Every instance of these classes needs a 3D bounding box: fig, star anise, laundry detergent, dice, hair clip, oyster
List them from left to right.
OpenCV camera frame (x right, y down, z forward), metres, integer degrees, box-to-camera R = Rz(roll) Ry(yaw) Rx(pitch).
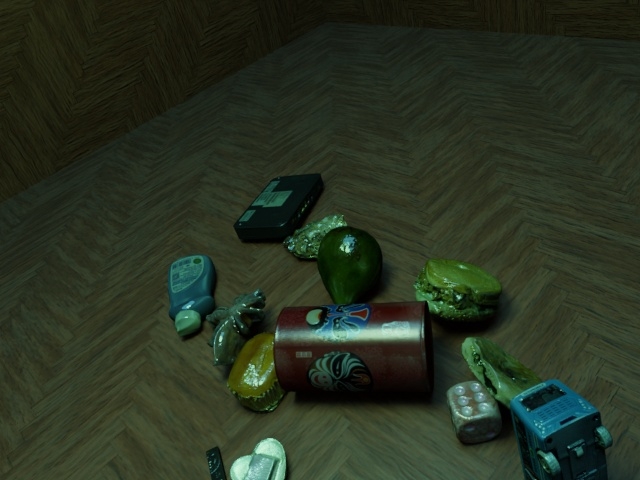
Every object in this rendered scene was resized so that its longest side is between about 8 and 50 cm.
[{"bbox_3d":[-0.386,0.167,1.605,0.144,0.094,0.289,-11,40,-3],"label":"laundry detergent"},{"bbox_3d":[-0.218,0.219,1.440,0.198,0.110,0.257,-39,20,-3],"label":"star anise"},{"bbox_3d":[-0.122,0.504,1.083,0.159,0.071,0.218,10,41,16],"label":"hair clip"},{"bbox_3d":[-0.004,-0.008,1.675,0.198,0.092,0.260,-34,36,-19],"label":"oyster"},{"bbox_3d":[0.072,0.082,1.460,0.196,0.195,0.244,6,66,27],"label":"fig"},{"bbox_3d":[0.312,0.349,1.095,0.094,0.091,0.093,-15,37,4],"label":"dice"}]

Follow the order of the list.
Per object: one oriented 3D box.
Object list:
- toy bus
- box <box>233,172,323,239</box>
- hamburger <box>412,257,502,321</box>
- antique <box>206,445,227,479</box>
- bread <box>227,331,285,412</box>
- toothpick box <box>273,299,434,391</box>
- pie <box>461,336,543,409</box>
[{"bbox_3d":[0.408,0.368,0.915,0.114,0.246,0.134,-24,26,-8],"label":"toy bus"},{"bbox_3d":[-0.138,-0.125,1.872,0.212,0.058,0.350,-3,33,27],"label":"box"},{"bbox_3d":[0.343,0.128,1.319,0.215,0.122,0.189,1,19,-29],"label":"hamburger"},{"bbox_3d":[-0.211,0.523,1.140,0.031,0.015,0.192,-24,37,-8],"label":"antique"},{"bbox_3d":[-0.139,0.314,1.306,0.132,0.114,0.190,5,47,23],"label":"bread"},{"bbox_3d":[0.082,0.244,1.228,0.334,0.204,0.204,-4,39,15],"label":"toothpick box"},{"bbox_3d":[0.390,0.283,1.114,0.052,0.185,0.218,-59,23,15],"label":"pie"}]
